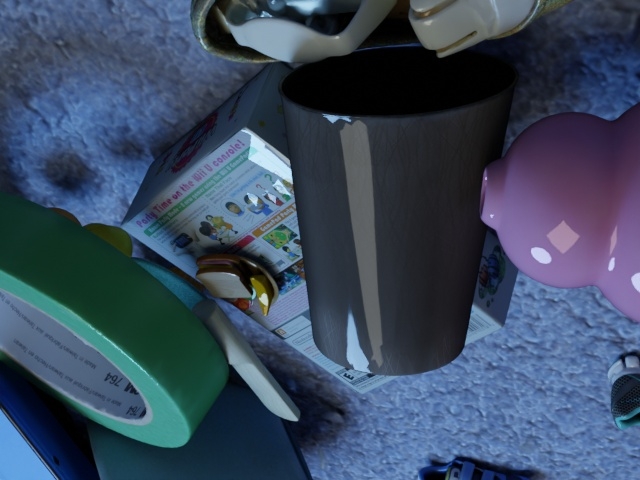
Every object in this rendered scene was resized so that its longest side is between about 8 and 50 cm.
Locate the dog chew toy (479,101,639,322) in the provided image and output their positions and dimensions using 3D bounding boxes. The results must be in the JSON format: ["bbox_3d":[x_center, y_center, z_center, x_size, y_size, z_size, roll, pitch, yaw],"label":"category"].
[{"bbox_3d":[0.284,-0.018,0.979,0.331,0.207,0.207,5,140,2],"label":"dog chew toy"}]

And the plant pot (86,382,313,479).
[{"bbox_3d":[-0.117,0.275,1.524,0.195,0.290,0.290,-25,132,-2],"label":"plant pot"}]

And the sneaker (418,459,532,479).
[{"bbox_3d":[0.176,0.286,1.540,0.144,0.053,0.059,-7,131,30],"label":"sneaker"}]

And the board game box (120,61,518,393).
[{"bbox_3d":[0.000,0.000,1.250,0.303,0.097,0.224,37,140,-19],"label":"board game box"}]

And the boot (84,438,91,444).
[{"bbox_3d":[-0.359,0.347,1.713,0.263,0.229,0.091,36,145,-16],"label":"boot"}]

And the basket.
[{"bbox_3d":[0.057,-0.021,1.058,0.154,0.204,0.227,26,124,43],"label":"basket"}]

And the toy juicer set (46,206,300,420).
[{"bbox_3d":[-0.161,0.048,1.346,0.329,0.089,0.209,23,154,22],"label":"toy juicer set"}]

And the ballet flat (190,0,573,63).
[{"bbox_3d":[0.056,-0.184,0.992,0.348,0.123,0.123,-1,137,25],"label":"ballet flat"}]

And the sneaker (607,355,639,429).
[{"bbox_3d":[0.358,0.169,1.297,0.166,0.076,0.065,10,141,15],"label":"sneaker"}]

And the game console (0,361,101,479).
[{"bbox_3d":[-0.332,0.278,1.513,0.250,0.173,0.293,-27,106,26],"label":"game console"}]

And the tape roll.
[{"bbox_3d":[-0.244,0.081,1.309,0.321,0.077,0.321,28,156,14],"label":"tape roll"}]

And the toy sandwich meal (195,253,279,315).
[{"bbox_3d":[-0.078,0.043,1.237,0.085,0.029,0.085,14,142,11],"label":"toy sandwich meal"}]
